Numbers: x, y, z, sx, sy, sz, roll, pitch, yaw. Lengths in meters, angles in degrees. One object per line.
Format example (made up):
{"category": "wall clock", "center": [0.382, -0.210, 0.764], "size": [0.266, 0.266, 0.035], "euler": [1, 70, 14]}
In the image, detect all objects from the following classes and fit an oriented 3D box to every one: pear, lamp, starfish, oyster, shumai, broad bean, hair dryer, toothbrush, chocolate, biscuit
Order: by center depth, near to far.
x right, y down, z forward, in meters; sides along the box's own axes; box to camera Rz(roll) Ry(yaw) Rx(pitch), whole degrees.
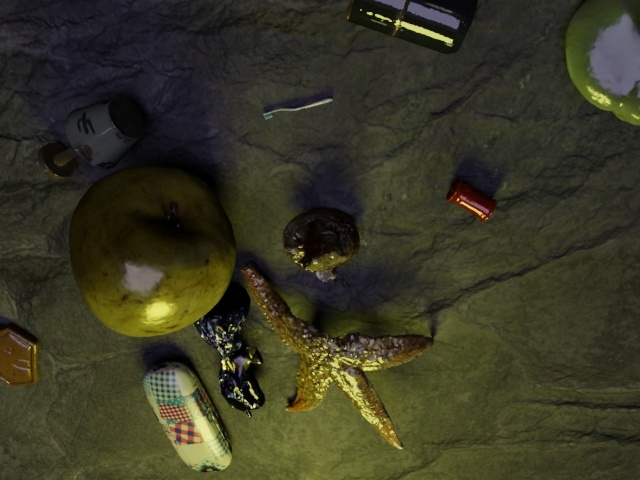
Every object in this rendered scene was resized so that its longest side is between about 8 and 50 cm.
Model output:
{"category": "hair dryer", "center": [0.180, -0.470, 0.832], "size": [0.189, 0.107, 0.352], "euler": [18, 112, -4]}
{"category": "broad bean", "center": [0.480, -0.280, 0.876], "size": [0.228, 0.100, 0.169], "euler": [35, 109, -7]}
{"category": "toothbrush", "center": [-0.041, -0.239, 1.021], "size": [0.131, 0.011, 0.013], "euler": [-11, 102, 14]}
{"category": "pear", "center": [-0.307, 0.028, 1.049], "size": [0.303, 0.304, 0.304], "euler": [3, 117, 7]}
{"category": "lamp", "center": [-0.428, -0.181, 1.050], "size": [0.214, 0.121, 0.121], "euler": [-19, 112, 27]}
{"category": "shumai", "center": [0.008, 0.000, 1.076], "size": [0.139, 0.105, 0.123], "euler": [0, 90, -22]}
{"category": "oyster", "center": [-0.003, 0.044, 1.145], "size": [0.051, 0.034, 0.093], "euler": [-13, 126, 32]}
{"category": "starfish", "center": [0.034, 0.245, 1.196], "size": [0.397, 0.132, 0.384], "euler": [3, 121, 11]}
{"category": "chocolate", "center": [-0.186, 0.262, 1.228], "size": [0.148, 0.126, 0.344], "euler": [3, 118, 22]}
{"category": "biscuit", "center": [-0.785, 0.269, 1.372], "size": [0.215, 0.034, 0.182], "euler": [15, 117, 1]}

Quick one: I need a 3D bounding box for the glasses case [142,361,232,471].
{"category": "glasses case", "center": [-0.312, 0.425, 1.355], "size": [0.125, 0.076, 0.328], "euler": [-14, 114, 13]}

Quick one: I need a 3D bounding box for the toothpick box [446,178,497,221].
{"category": "toothpick box", "center": [0.273, -0.074, 1.036], "size": [0.083, 0.047, 0.047], "euler": [30, 117, -6]}
